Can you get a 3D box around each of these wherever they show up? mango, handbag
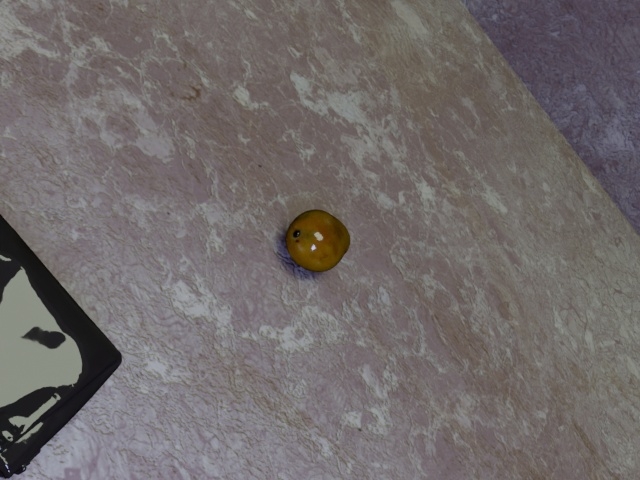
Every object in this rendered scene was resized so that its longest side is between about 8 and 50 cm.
[{"bbox_3d":[-0.003,-0.004,2.089,0.111,0.089,0.163,60,24,-11],"label":"mango"},{"bbox_3d":[-0.414,0.128,1.477,0.285,0.113,0.257,53,40,-14],"label":"handbag"}]
